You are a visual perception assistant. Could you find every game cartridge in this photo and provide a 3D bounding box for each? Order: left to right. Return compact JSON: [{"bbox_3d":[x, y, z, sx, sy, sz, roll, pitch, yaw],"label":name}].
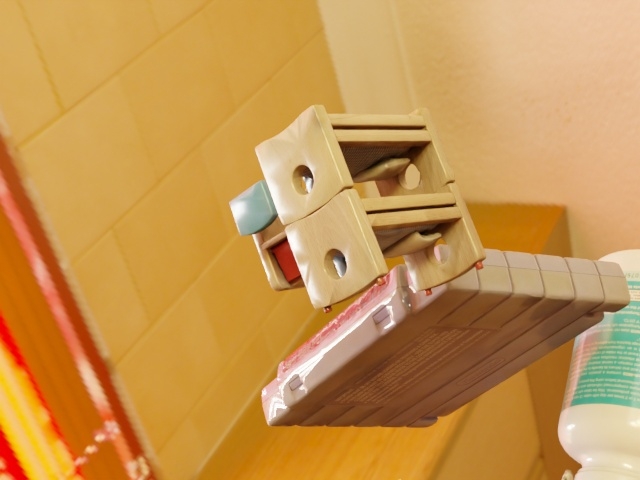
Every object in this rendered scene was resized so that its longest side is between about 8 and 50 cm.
[{"bbox_3d":[0.110,0.108,1.094,0.230,0.068,0.355,10,-33,-28],"label":"game cartridge"}]

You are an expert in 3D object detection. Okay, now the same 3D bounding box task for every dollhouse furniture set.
[{"bbox_3d":[0.000,0.000,0.801,0.183,0.129,0.129,-31,-107,40],"label":"dollhouse furniture set"}]

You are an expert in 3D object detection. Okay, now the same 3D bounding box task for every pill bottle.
[{"bbox_3d":[0.333,0.153,1.125,0.146,0.264,0.146,15,-24,7],"label":"pill bottle"}]

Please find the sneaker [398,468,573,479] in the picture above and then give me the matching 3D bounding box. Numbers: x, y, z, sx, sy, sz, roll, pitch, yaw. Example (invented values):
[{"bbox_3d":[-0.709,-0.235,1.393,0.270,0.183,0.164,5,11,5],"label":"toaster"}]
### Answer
[{"bbox_3d":[0.169,0.195,0.643,0.281,0.115,0.105,1,-17,5],"label":"sneaker"}]
